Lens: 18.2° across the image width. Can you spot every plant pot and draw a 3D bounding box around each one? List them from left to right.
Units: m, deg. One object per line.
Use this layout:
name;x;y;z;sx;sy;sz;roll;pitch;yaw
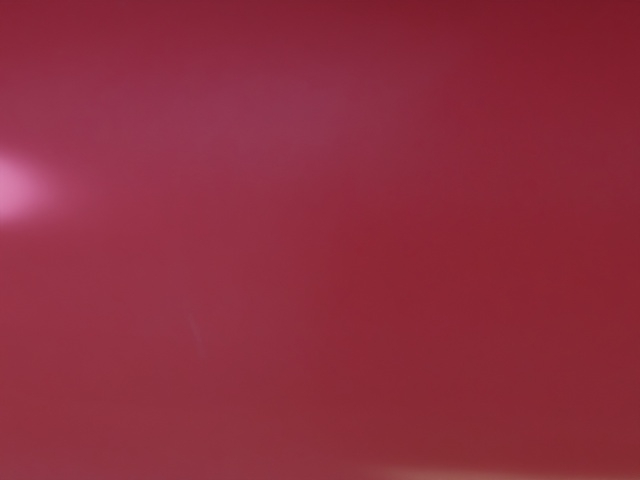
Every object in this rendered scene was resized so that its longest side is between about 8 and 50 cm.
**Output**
plant pot;0.000;0.000;0.520;0.243;0.275;0.275;2;147;-2
